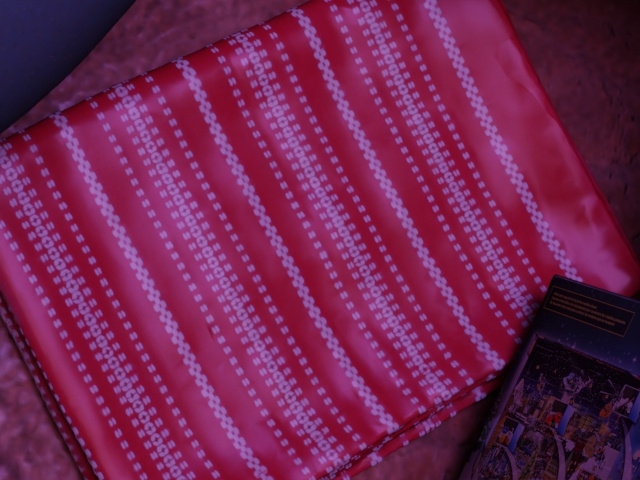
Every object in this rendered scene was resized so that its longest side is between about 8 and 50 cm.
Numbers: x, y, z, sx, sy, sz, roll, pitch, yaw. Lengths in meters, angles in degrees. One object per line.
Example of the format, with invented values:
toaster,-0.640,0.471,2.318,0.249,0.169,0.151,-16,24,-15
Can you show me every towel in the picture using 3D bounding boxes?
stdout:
towel,0.000,0.000,0.635,0.275,0.031,0.198,-28,92,-23

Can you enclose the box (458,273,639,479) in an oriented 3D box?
box,0.124,0.109,0.539,0.044,0.233,0.159,27,89,-20

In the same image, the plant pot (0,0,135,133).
plant pot,-0.187,-0.121,0.466,0.272,0.272,0.255,37,85,-13
